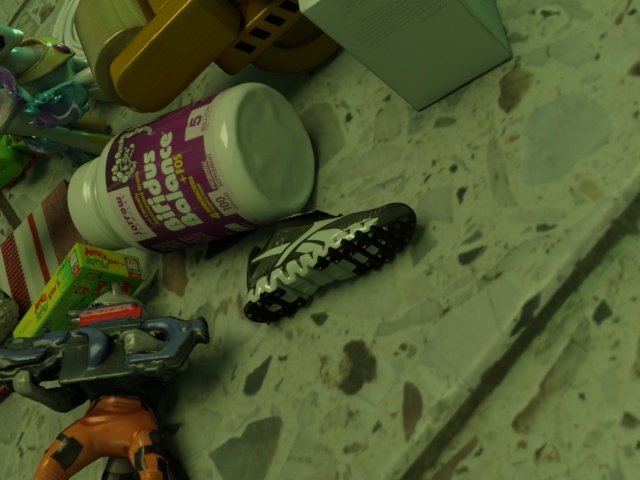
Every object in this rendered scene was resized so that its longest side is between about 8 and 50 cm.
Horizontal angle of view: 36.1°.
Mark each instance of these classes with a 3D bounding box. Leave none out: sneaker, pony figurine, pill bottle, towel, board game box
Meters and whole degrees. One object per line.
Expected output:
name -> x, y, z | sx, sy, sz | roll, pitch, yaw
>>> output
sneaker -> 0.000, 0.000, 1.106 | 0.234, 0.078, 0.106 | -31, 53, 27
pony figurine -> -0.424, -0.195, 1.360 | 0.351, 0.363, 0.303 | -35, 60, 32
pill bottle -> -0.171, -0.077, 1.227 | 0.301, 0.169, 0.169 | -15, 58, 34
towel -> -0.447, 0.094, 1.465 | 0.329, 0.037, 0.237 | -42, 49, 17
board game box -> -0.320, 0.087, 1.292 | 0.181, 0.092, 0.043 | -49, 46, 27

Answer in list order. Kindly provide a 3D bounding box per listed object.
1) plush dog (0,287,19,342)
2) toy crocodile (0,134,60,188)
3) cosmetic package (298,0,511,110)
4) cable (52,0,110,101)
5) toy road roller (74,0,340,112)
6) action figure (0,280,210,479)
plush dog -> -0.594, 0.142, 1.385 | 0.262, 0.225, 0.211 | -1, 70, 39
toy crocodile -> -0.546, -0.126, 1.630 | 0.340, 0.105, 0.115 | -27, 53, 33
cosmetic package -> 0.081, -0.307, 1.098 | 0.138, 0.224, 0.224 | -30, 51, 28
cable -> -0.321, -0.346, 1.556 | 0.257, 0.089, 0.257 | -25, 53, 27
toy road roller -> -0.121, -0.285, 1.239 | 0.329, 0.240, 0.203 | -40, 46, 12
action figure -> -0.288, 0.208, 1.177 | 0.341, 0.179, 0.330 | -2, 59, 12
